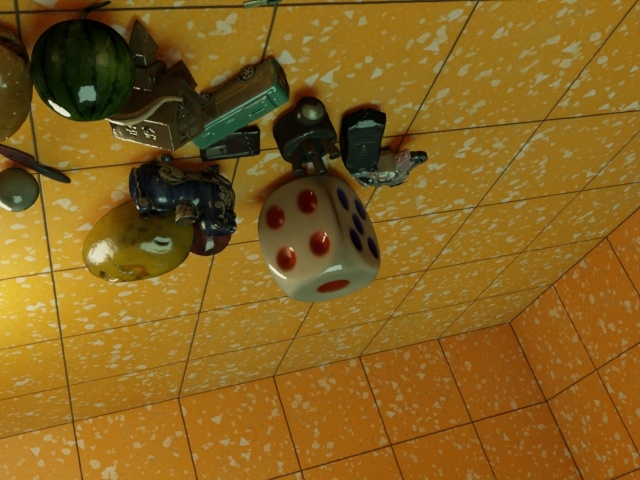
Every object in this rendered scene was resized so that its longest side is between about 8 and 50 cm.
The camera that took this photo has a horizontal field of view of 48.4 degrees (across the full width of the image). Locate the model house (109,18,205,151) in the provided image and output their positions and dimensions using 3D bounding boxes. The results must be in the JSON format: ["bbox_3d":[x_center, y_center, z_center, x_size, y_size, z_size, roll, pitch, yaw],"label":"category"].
[{"bbox_3d":[-0.337,-0.339,1.463,0.176,0.180,0.248,-49,146,-43],"label":"model house"}]

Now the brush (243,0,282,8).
[{"bbox_3d":[-0.116,-0.483,1.449,0.083,0.013,0.016,-14,156,-9],"label":"brush"}]

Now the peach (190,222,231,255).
[{"bbox_3d":[-0.333,-0.024,2.048,0.152,0.152,0.152,-16,154,-8],"label":"peach"}]

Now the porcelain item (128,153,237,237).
[{"bbox_3d":[-0.348,-0.104,1.823,0.288,0.186,0.138,9,148,-39],"label":"porcelain item"}]

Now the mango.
[{"bbox_3d":[-0.509,0.009,1.958,0.365,0.182,0.253,-24,147,36],"label":"mango"}]

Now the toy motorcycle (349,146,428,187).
[{"bbox_3d":[0.174,-0.210,2.079,0.204,0.108,0.239,1,147,-37],"label":"toy motorcycle"}]

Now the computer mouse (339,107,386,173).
[{"bbox_3d":[0.114,-0.276,1.945,0.122,0.073,0.217,-7,144,-10],"label":"computer mouse"}]

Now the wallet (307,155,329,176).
[{"bbox_3d":[-0.009,-0.213,2.040,0.061,0.025,0.122,-15,154,-3],"label":"wallet"}]

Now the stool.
[{"bbox_3d":[-0.037,-0.258,1.803,0.153,0.139,0.228,-23,157,4],"label":"stool"}]

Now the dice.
[{"bbox_3d":[0.000,0.000,2.113,0.277,0.304,0.304,-24,160,23],"label":"dice"}]

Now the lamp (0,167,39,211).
[{"bbox_3d":[-0.705,-0.117,1.647,0.105,0.105,0.105,-16,154,-8],"label":"lamp"}]

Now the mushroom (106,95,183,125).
[{"bbox_3d":[-0.406,-0.270,1.430,0.306,0.043,0.068,13,133,23],"label":"mushroom"}]

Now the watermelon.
[{"bbox_3d":[-0.443,-0.329,1.326,0.188,0.215,0.188,-7,-177,0],"label":"watermelon"}]

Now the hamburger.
[{"bbox_3d":[-0.677,-0.282,1.301,0.283,0.145,0.259,-3,149,-27],"label":"hamburger"}]

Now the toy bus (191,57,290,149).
[{"bbox_3d":[-0.194,-0.312,1.629,0.261,0.109,0.091,-28,147,14],"label":"toy bus"}]

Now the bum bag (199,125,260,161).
[{"bbox_3d":[-0.232,-0.246,1.826,0.159,0.026,0.109,-8,153,-11],"label":"bum bag"}]

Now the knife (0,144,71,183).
[{"bbox_3d":[-0.672,-0.179,1.646,0.035,0.018,0.247,-26,153,20],"label":"knife"}]
